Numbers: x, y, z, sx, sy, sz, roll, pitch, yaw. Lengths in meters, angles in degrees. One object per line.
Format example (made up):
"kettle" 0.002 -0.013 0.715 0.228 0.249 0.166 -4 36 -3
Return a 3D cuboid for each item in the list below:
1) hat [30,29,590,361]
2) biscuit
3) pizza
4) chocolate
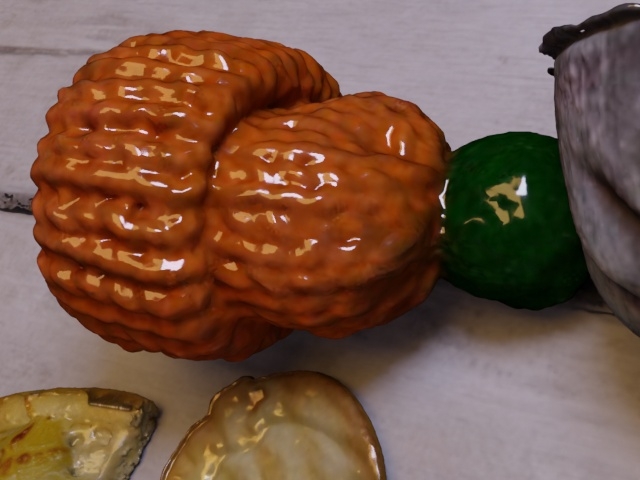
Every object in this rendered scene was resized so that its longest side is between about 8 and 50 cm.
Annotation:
"hat" 0.000 0.000 0.834 0.400 0.285 0.285 20 75 21
"biscuit" -0.032 0.218 0.844 0.203 0.041 0.260 -32 53 8
"pizza" -0.240 0.204 0.949 0.204 0.080 0.188 -19 56 20
"chocolate" 0.272 -0.012 0.648 0.303 0.303 0.212 1 85 32
